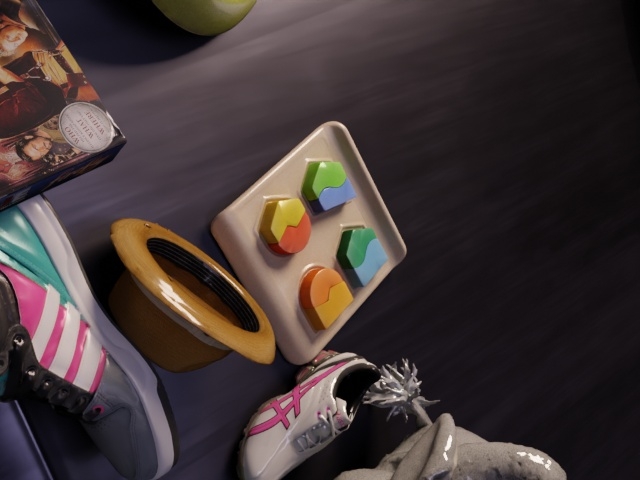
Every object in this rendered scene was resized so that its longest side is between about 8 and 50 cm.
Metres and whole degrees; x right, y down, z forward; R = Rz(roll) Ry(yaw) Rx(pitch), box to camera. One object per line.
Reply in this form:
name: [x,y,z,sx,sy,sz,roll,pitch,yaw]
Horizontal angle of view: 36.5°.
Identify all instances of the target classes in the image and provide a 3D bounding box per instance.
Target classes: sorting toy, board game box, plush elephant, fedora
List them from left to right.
board game box: [-0.284,-0.139,0.746,0.165,0.042,0.243,-33,88,-38]
fedora: [-0.128,0.064,0.882,0.079,0.194,0.194,-47,125,10]
sorting toy: [0.000,0.000,1.048,0.208,0.038,0.193,-43,115,-34]
plush elephant: [0.101,0.297,0.984,0.330,0.272,0.255,53,37,8]

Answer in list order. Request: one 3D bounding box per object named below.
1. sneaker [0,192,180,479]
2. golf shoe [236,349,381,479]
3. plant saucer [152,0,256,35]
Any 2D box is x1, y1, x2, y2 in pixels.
sneaker: [-0.244,0.107,0.768,0.178,0.124,0.295,-40,106,-41]
golf shoe: [-0.013,0.183,0.998,0.186,0.086,0.067,-49,119,-30]
plant saucer: [-0.107,-0.318,0.920,0.241,0.037,0.241,5,84,-60]
